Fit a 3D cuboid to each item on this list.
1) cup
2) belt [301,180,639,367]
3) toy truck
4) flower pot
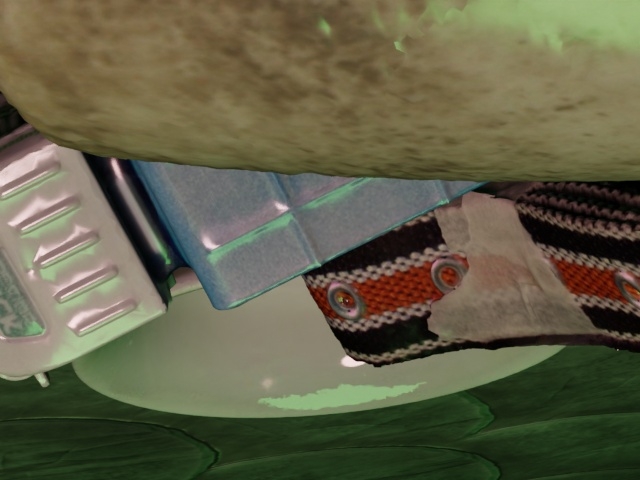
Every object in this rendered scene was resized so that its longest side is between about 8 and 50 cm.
[{"bbox_3d":[0.000,0.000,1.186,0.347,0.163,0.347,-5,159,-2],"label":"cup"},{"bbox_3d":[0.115,0.004,0.833,0.126,0.094,0.359,-35,-165,-26],"label":"belt"},{"bbox_3d":[-0.033,-0.065,0.866,0.367,0.146,0.175,-27,-161,2],"label":"toy truck"},{"bbox_3d":[0.047,-0.158,0.636,0.330,0.294,0.293,-4,160,13],"label":"flower pot"}]
